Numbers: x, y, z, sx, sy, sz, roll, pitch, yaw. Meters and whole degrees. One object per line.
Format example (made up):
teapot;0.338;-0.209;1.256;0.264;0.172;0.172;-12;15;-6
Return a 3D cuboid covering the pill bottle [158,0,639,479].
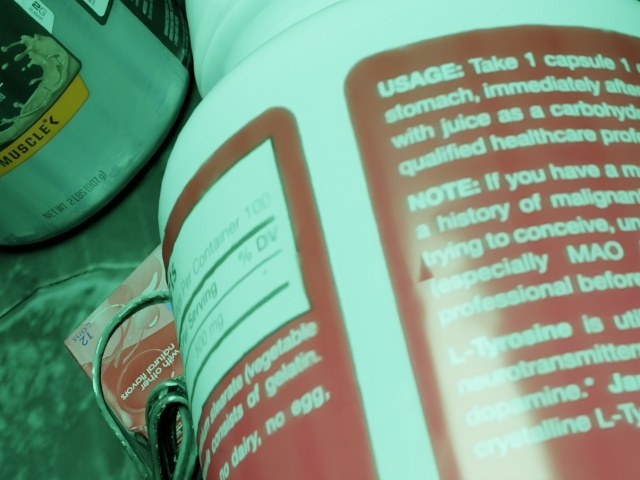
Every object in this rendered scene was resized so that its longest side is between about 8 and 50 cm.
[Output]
pill bottle;0.065;0.052;0.632;0.229;0.229;0.407;-26;57;20

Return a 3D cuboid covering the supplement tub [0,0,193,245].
supplement tub;-0.245;-0.160;0.975;0.207;0.338;0.207;-20;50;26

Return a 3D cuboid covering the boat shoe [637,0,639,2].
boat shoe;0.188;-0.147;0.855;0.133;0.042;0.049;-44;46;5

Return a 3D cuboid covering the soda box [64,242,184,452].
soda box;0.000;0.000;0.860;0.263;0.083;0.092;-46;44;0

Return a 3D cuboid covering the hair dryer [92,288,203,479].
hair dryer;-0.055;0.182;0.721;0.293;0.080;0.223;48;123;33
